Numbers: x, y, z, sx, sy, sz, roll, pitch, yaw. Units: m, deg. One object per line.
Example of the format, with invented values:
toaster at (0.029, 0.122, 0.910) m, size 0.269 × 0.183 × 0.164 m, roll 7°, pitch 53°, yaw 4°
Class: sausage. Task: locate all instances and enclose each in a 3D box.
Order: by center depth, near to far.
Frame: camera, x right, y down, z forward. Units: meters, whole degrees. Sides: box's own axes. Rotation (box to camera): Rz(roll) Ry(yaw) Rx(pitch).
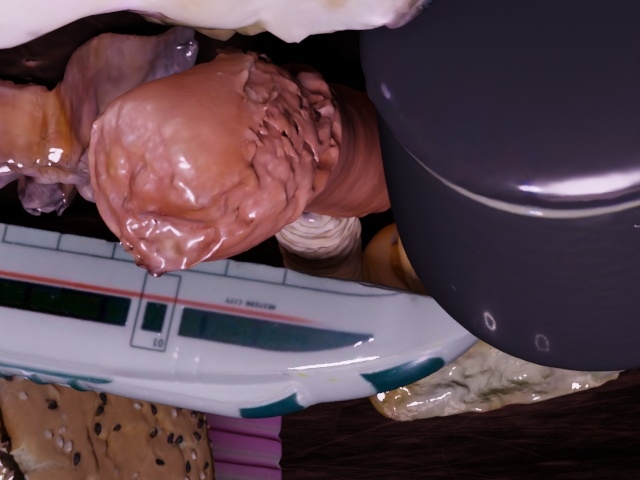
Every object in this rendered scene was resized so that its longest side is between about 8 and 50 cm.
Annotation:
sausage at (-0.010, -0.038, 0.477) m, size 0.078 × 0.078 × 0.304 m, roll -9°, pitch -177°, yaw 15°

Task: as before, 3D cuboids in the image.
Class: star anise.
star anise at (-0.122, -0.046, 0.564) m, size 0.208 × 0.063 × 0.172 m, roll -6°, pitch 164°, yaw 7°

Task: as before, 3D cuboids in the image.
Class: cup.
cup at (0.120, -0.065, 0.431) m, size 0.223 × 0.169 × 0.176 m, roll -42°, pitch 149°, yaw -3°

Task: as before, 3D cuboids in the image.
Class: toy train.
toy train at (-0.107, 0.051, 0.671) m, size 0.407 × 0.088 × 0.086 m, roll 8°, pitch 162°, yaw 10°

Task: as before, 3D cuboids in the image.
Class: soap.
soap at (-0.125, 0.196, 1.175) m, size 0.065 × 0.122 × 0.203 m, roll -15°, pitch 156°, yaw 34°

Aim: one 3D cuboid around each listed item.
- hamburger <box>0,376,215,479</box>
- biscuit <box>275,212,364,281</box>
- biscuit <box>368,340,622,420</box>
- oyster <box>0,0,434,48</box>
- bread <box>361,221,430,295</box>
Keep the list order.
hamburger at (-0.218, 0.197, 0.901) m, size 0.195 × 0.318 × 0.277 m, roll -15°, pitch 179°, yaw 28°
biscuit at (0.000, 0.000, 0.720) m, size 0.055 × 0.061 × 0.219 m, roll -24°, pitch 160°, yaw -3°
biscuit at (0.179, 0.064, 0.817) m, size 0.335 × 0.078 × 0.329 m, roll -12°, pitch 178°, yaw -35°
oyster at (-0.018, -0.133, 0.270) m, size 0.238 × 0.115 × 0.351 m, roll -4°, pitch 168°, yaw -23°
bread at (0.103, 0.002, 0.693) m, size 0.119 × 0.084 × 0.177 m, roll -10°, pitch 170°, yaw -43°
